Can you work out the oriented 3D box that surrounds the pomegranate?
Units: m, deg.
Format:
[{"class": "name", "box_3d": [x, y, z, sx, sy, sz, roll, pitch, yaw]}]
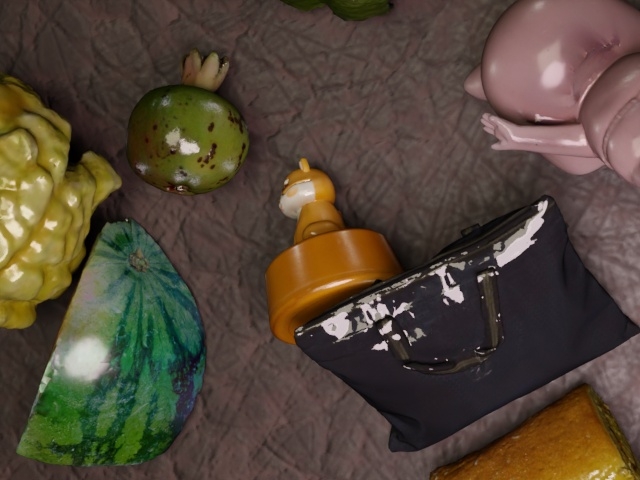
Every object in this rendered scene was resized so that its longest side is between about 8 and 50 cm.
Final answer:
[{"class": "pomegranate", "box_3d": [-0.120, -0.109, 1.456, 0.114, 0.114, 0.142, 4, 68, 12]}]

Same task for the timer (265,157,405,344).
[{"class": "timer", "box_3d": [0.000, 0.000, 1.435, 0.132, 0.132, 0.152, -23, 65, 12]}]

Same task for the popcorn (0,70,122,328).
[{"class": "popcorn", "box_3d": [-0.314, -0.040, 1.460, 0.255, 0.195, 0.256, -20, 88, 3]}]

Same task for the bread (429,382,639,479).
[{"class": "bread", "box_3d": [0.190, 0.215, 1.386, 0.172, 0.132, 0.103, -35, 126, 12]}]

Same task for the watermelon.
[{"class": "watermelon", "box_3d": [-0.176, 0.109, 1.481, 0.146, 0.128, 0.231, 22, 95, -7]}]

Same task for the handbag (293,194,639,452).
[{"class": "handbag", "box_3d": [0.128, 0.078, 1.374, 0.254, 0.211, 0.088, -27, 44, 12]}]

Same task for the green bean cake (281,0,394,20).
[{"class": "green bean cake", "box_3d": [-0.033, -0.382, 1.378, 0.335, 0.218, 0.319, 18, 88, 5]}]

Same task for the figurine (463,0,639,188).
[{"class": "figurine", "box_3d": [0.250, -0.106, 1.328, 0.287, 0.186, 0.176, 35, 89, 44]}]
